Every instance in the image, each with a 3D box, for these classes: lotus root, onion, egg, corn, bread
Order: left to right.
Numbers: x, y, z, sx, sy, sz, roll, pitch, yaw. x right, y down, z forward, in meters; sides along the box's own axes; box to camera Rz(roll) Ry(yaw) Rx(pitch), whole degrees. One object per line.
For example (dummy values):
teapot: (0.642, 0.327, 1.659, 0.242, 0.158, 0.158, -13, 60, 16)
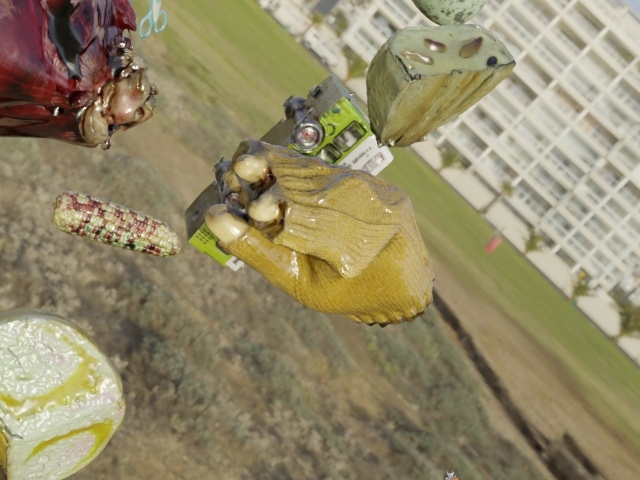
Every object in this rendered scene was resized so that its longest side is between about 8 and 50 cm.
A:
onion: (-0.263, -0.186, 0.711, 0.281, 0.221, 0.281, 46, 10, -10)
bread: (-0.323, 0.161, 1.092, 0.156, 0.158, 0.260, 55, -31, 25)
corn: (-0.388, -0.029, 1.823, 0.253, 0.086, 0.086, 17, 19, -20)
lotus root: (0.100, -0.158, 0.969, 0.143, 0.144, 0.070, -10, 64, -37)
egg: (0.154, -0.341, 1.132, 0.132, 0.132, 0.172, -114, -162, -67)

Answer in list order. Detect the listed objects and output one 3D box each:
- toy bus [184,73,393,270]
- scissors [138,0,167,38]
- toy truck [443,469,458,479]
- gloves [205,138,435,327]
toy bus: (-0.050, -0.087, 1.348, 0.139, 0.302, 0.113, 43, 14, -28)
scissors: (-0.245, -0.356, 1.414, 0.014, 0.119, 0.058, 34, 44, 21)
toy truck: (0.198, 0.372, 1.455, 0.083, 0.024, 0.032, 76, 2, -65)
gloves: (0.006, -0.011, 1.116, 0.203, 0.155, 0.356, -4, -23, 33)
